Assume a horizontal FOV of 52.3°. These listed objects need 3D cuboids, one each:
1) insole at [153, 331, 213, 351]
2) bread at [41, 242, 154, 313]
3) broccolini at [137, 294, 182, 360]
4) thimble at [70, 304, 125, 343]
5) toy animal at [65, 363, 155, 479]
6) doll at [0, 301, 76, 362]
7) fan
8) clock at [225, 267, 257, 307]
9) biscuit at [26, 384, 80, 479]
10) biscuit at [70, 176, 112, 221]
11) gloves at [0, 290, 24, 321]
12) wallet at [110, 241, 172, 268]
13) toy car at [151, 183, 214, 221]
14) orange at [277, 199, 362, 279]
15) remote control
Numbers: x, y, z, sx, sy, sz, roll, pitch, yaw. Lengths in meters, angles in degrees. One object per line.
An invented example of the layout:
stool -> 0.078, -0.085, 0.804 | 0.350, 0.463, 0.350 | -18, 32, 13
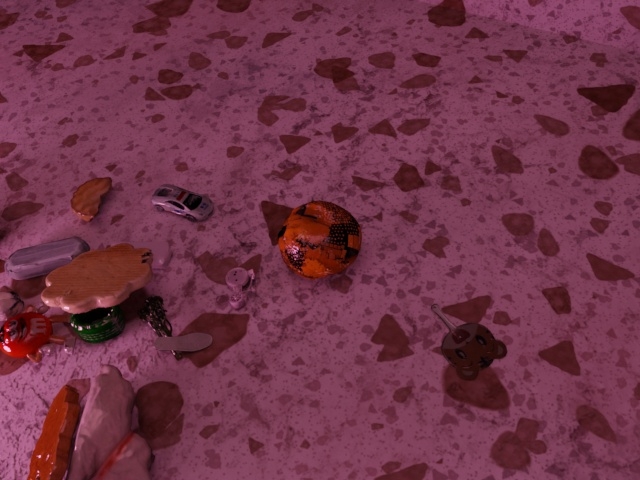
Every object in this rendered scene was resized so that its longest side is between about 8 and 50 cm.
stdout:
insole -> -0.358, 0.266, 1.706 | 0.153, 0.002, 0.053 | 1, 63, -14
bread -> -0.597, 0.103, 1.770 | 0.316, 0.054, 0.316 | -7, 30, 4
broccolini -> -0.418, 0.240, 1.745 | 0.074, 0.058, 0.201 | -44, 71, 22
thimble -> -0.592, 0.212, 1.745 | 0.130, 0.090, 0.118 | 7, 50, 12
toy animal -> -0.471, 0.436, 1.520 | 0.188, 0.265, 0.308 | 5, 7, -8
doll -> -0.764, 0.242, 1.745 | 0.218, 0.085, 0.183 | -4, 50, -8
fan -> 0.357, 0.246, 1.673 | 0.153, 0.008, 0.226 | -30, 55, -16
clock -> -0.219, 0.129, 1.807 | 0.087, 0.041, 0.129 | -9, 46, 2
biscuit -> -0.604, 0.470, 1.481 | 0.202, 0.047, 0.333 | -51, 27, 19
biscuit -> -0.722, -0.128, 2.058 | 0.118, 0.061, 0.183 | 1, 49, 9
gloves -> -0.895, 0.186, 1.805 | 0.153, 0.070, 0.114 | -7, 23, 9
wallet -> -0.531, 0.043, 1.916 | 0.190, 0.033, 0.095 | -2, 52, 6
toy car -> -0.427, -0.121, 2.025 | 0.205, 0.056, 0.095 | 17, 53, 19
orange -> 0.000, 0.000, 1.801 | 0.235, 0.182, 0.234 | -4, 39, 3
remote control -> -0.806, 0.051, 1.927 | 0.248, 0.052, 0.104 | -14, 49, -2
